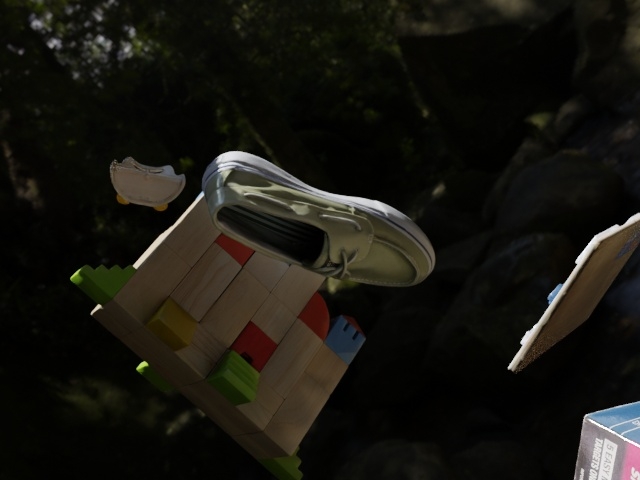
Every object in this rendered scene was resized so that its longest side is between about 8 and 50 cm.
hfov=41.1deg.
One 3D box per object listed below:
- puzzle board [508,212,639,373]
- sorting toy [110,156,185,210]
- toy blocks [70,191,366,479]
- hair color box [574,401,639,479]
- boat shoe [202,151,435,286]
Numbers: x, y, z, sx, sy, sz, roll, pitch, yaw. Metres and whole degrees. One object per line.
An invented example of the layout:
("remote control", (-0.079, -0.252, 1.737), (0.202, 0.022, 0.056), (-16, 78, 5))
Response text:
("puzzle board", (0.165, 0.026, 0.531), (0.128, 0.011, 0.096), (-18, -40, -52))
("sorting toy", (-0.199, -0.074, 0.981), (0.075, 0.083, 0.045), (-100, 25, -58))
("toy blocks", (-0.093, 0.087, 1.103), (0.261, 0.381, 0.191), (-53, 14, -32))
("hair color box", (0.318, 0.247, 0.539), (0.347, 0.105, 0.174), (24, 115, 57))
("boat shoe", (0.000, 0.000, 0.979), (0.109, 0.302, 0.094), (-54, 25, 35))
